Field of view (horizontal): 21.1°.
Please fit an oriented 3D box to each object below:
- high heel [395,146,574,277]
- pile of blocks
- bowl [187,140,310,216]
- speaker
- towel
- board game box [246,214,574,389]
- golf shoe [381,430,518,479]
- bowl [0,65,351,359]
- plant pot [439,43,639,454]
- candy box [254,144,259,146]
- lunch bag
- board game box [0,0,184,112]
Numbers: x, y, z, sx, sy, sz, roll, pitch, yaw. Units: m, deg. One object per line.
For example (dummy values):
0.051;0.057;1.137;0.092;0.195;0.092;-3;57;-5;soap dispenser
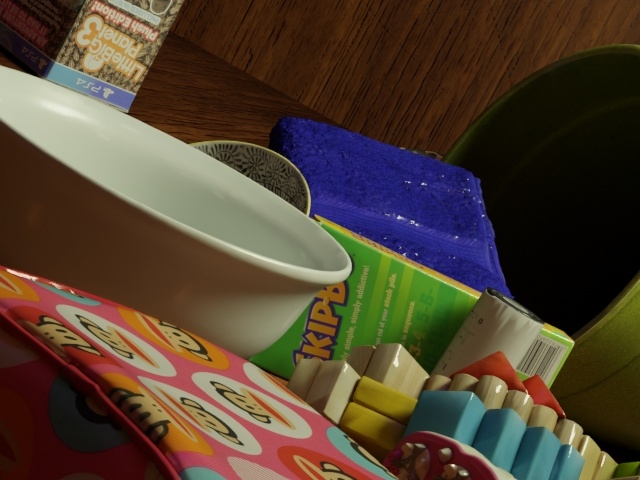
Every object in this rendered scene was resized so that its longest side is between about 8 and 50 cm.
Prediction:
0.163;-0.064;1.887;0.261;0.093;0.186;30;29;-17;high heel
0.158;0.139;1.132;0.362;0.112;0.149;27;-30;-4;pile of blocks
-0.088;0.003;1.398;0.170;0.170;0.080;34;-32;37;bowl
0.114;0.106;1.326;0.055;0.136;0.055;31;6;-4;speaker
0.070;0.000;1.511;0.227;0.076;0.308;22;26;-20;towel
0.061;0.079;1.354;0.259;0.124;0.039;25;9;-20;board game box
0.153;0.209;0.953;0.140;0.115;0.306;24;10;-42;golf shoe
-0.139;0.005;1.150;0.298;0.134;0.298;28;9;-5;bowl
0.321;0.057;1.698;0.353;0.366;0.366;36;3;-31;plant pot
-0.060;-0.065;2.046;0.109;0.053;0.186;29;10;6;candy box
-0.044;0.128;0.785;0.258;0.120;0.293;20;11;-44;lunch bag
-0.290;-0.350;2.196;0.141;0.291;0.232;20;12;-45;board game box
